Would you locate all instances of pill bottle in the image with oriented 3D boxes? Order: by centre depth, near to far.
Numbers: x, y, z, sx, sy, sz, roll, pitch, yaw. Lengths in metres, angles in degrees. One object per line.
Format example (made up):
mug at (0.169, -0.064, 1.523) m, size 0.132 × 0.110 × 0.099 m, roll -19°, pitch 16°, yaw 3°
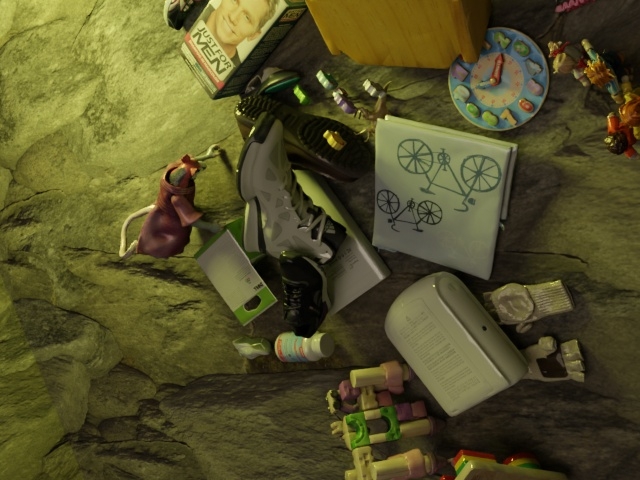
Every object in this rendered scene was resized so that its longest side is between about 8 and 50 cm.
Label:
pill bottle at (-0.043, 0.295, 1.868) m, size 0.160 × 0.087 × 0.087 m, roll -11°, pitch 102°, yaw 39°

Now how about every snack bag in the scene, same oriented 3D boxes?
snack bag at (0.266, -0.090, 1.503) m, size 0.323 × 0.037 × 0.342 m, roll 17°, pitch 124°, yaw 29°

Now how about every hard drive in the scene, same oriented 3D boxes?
hard drive at (0.000, 0.000, 1.741) m, size 0.233 × 0.047 × 0.353 m, roll -40°, pitch 83°, yaw 40°

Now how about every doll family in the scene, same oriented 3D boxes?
doll family at (0.514, -0.269, 1.166) m, size 0.118 × 0.163 × 0.263 m, roll -36°, pitch 85°, yaw 40°

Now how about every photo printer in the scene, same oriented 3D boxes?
photo printer at (0.296, 0.234, 1.554) m, size 0.307 × 0.107 × 0.256 m, roll 52°, pitch 141°, yaw 12°

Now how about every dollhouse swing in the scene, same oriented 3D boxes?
dollhouse swing at (0.178, -0.573, 1.348) m, size 0.347 × 0.305 × 0.315 m, roll 12°, pitch 153°, yaw 33°

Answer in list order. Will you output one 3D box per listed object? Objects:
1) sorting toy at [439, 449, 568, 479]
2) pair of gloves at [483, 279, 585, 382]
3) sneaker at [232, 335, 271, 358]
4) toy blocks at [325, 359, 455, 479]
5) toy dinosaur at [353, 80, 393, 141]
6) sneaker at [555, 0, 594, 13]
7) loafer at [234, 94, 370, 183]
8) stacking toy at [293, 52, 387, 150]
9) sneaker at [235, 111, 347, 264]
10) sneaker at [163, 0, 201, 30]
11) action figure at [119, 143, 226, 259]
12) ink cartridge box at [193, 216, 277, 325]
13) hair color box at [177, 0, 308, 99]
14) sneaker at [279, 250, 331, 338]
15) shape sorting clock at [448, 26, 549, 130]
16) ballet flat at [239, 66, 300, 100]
sorting toy at (0.403, 0.595, 1.583) m, size 0.256 × 0.089 × 0.257 m, roll 13°, pitch 123°, yaw -15°
pair of gloves at (0.467, 0.206, 1.478) m, size 0.204 × 0.042 × 0.240 m, roll -9°, pitch 102°, yaw 39°
sneaker at (-0.200, 0.330, 2.030) m, size 0.152 × 0.054 × 0.061 m, roll 4°, pitch 120°, yaw 42°
toy blocks at (0.194, 0.469, 1.705) m, size 0.309 × 0.260 × 0.288 m, roll 117°, pitch 144°, yaw -61°
toy dinosaur at (0.127, -0.285, 1.537) m, size 0.093 × 0.053 × 0.183 m, roll 10°, pitch 119°, yaw 16°
sneaker at (0.476, -0.455, 1.202) m, size 0.119 × 0.047 × 0.057 m, roll -13°, pitch 88°, yaw 38°
loafer at (-0.043, -0.233, 1.630) m, size 0.366 × 0.134 × 0.130 m, roll 30°, pitch 145°, yaw 18°
stacking toy at (0.033, -0.339, 1.526) m, size 0.167 × 0.052 × 0.221 m, roll -49°, pitch 61°, yaw 27°
sneaker at (-0.048, -0.100, 1.568) m, size 0.258 × 0.169 × 0.447 m, roll 18°, pitch 144°, yaw 9°
sneaker at (-0.351, -0.623, 1.737) m, size 0.077 × 0.072 × 0.178 m, roll 33°, pitch 131°, yaw 9°
action figure at (-0.406, -0.124, 1.833) m, size 0.370 × 0.276 × 0.248 m, roll 117°, pitch 148°, yaw -54°
ink cartridge box at (-0.220, 0.090, 1.912) m, size 0.189 × 0.097 × 0.255 m, roll -38°, pitch 85°, yaw 40°
hair color box at (-0.195, -0.521, 1.635) m, size 0.347 × 0.105 × 0.174 m, roll -40°, pitch 83°, yaw 39°
sneaker at (-0.045, 0.144, 1.643) m, size 0.107 × 0.124 × 0.283 m, roll 10°, pitch 146°, yaw 25°
shape sorting clock at (0.355, -0.322, 1.345) m, size 0.206 × 0.040 × 0.206 m, roll 15°, pitch 117°, yaw 32°
ballet flat at (-0.134, -0.389, 1.668) m, size 0.203 × 0.074 × 0.074 m, roll -24°, pitch 93°, yaw 44°
